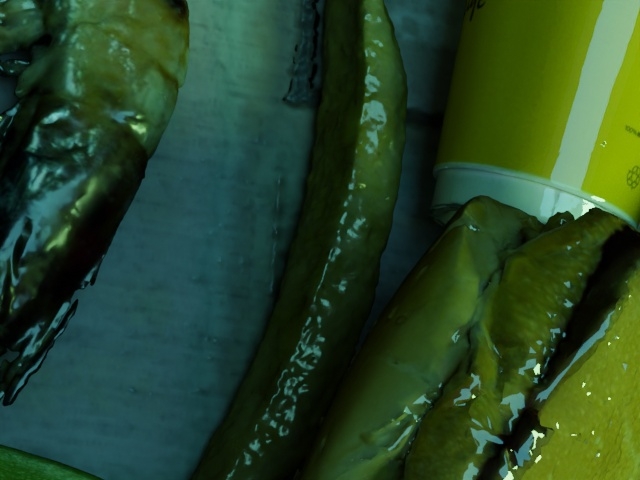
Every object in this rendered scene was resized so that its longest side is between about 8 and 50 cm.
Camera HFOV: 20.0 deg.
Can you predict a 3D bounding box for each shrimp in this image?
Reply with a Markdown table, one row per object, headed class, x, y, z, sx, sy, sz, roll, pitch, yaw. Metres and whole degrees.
| class | x | y | z | sx | sy | sz | roll | pitch | yaw |
| --- | --- | --- | --- | --- | --- | --- | --- | --- | --- |
| shrimp | -0.219 | -0.068 | 1.091 | 0.233 | 0.071 | 0.365 | 28 | 70 | -7 |

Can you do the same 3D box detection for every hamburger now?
| class | x | y | z | sx | sy | sz | roll | pitch | yaw |
| --- | --- | --- | --- | --- | --- | --- | --- | --- | --- |
| hamburger | 0.098 | 0.124 | 1.073 | 0.174 | 0.284 | 0.304 | 22 | 65 | 18 |

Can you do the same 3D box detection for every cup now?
| class | x | y | z | sx | sy | sz | roll | pitch | yaw |
| --- | --- | --- | --- | --- | --- | --- | --- | --- | --- |
| cup | 0.171 | -0.130 | 1.213 | 0.196 | 0.196 | 0.280 | 21 | 82 | -19 |

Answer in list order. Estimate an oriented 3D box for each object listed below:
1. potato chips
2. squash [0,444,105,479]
| class | x | y | z | sx | sy | sz | roll | pitch | yaw |
| --- | --- | --- | --- | --- | --- | --- | --- | --- | --- |
| potato chips | 0.000 | 0.000 | 1.173 | 0.080 | 0.057 | 0.407 | 23 | 72 | -22 |
| squash | -0.096 | 0.192 | 0.954 | 0.395 | 0.107 | 0.107 | 21 | 69 | 12 |
